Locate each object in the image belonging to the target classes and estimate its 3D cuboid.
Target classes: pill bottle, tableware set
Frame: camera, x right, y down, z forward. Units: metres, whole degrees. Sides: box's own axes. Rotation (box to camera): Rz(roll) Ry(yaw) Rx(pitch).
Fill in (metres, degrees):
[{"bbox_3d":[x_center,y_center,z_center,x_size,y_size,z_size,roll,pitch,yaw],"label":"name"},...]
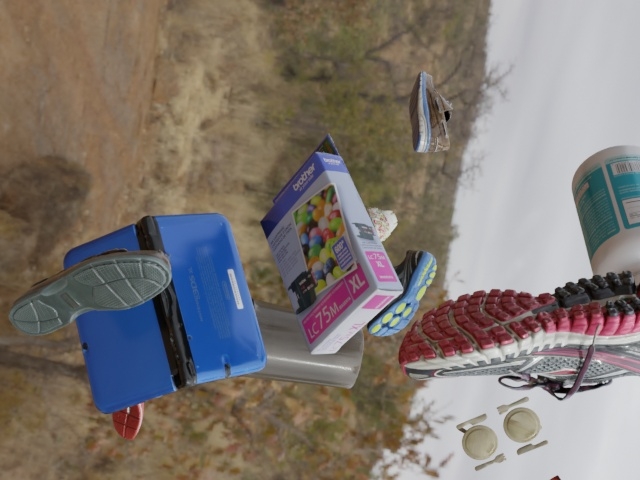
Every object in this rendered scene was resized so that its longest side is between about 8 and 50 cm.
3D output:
[{"bbox_3d":[0.471,-0.009,1.235,0.146,0.146,0.264,96,-2,-48],"label":"pill bottle"},{"bbox_3d":[0.431,0.459,1.974,0.039,0.194,0.128,-56,122,-83],"label":"tableware set"}]

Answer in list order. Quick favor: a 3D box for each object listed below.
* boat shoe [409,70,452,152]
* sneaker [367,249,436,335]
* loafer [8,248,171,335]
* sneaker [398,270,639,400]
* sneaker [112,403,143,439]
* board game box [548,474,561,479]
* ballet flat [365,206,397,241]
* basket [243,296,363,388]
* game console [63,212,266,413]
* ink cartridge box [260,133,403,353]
[{"bbox_3d":[0.196,-0.223,1.452,0.066,0.066,0.183,109,-13,-55],"label":"boat shoe"},{"bbox_3d":[0.146,0.099,1.550,0.067,0.078,0.188,42,77,-44],"label":"sneaker"},{"bbox_3d":[-0.342,0.059,1.227,0.084,0.268,0.096,-90,157,-53],"label":"loafer"},{"bbox_3d":[0.233,0.119,0.884,0.121,0.299,0.112,-82,163,-67],"label":"sneaker"},{"bbox_3d":[-0.449,0.384,2.069,0.128,0.087,0.221,-31,137,-61],"label":"sneaker"},{"bbox_3d":[0.475,0.538,1.378,0.281,0.027,0.145,60,2,36],"label":"board game box"},{"bbox_3d":[0.138,-0.042,1.920,0.241,0.077,0.091,180,-112,-88],"label":"ballet flat"},{"bbox_3d":[-0.041,0.211,1.627,0.204,0.227,0.154,-143,-114,-78],"label":"basket"},{"bbox_3d":[-0.265,0.119,1.408,0.173,0.250,0.293,-30,-109,45],"label":"game console"},{"bbox_3d":[0.000,0.000,1.297,0.186,0.065,0.311,-48,-130,37],"label":"ink cartridge box"}]
